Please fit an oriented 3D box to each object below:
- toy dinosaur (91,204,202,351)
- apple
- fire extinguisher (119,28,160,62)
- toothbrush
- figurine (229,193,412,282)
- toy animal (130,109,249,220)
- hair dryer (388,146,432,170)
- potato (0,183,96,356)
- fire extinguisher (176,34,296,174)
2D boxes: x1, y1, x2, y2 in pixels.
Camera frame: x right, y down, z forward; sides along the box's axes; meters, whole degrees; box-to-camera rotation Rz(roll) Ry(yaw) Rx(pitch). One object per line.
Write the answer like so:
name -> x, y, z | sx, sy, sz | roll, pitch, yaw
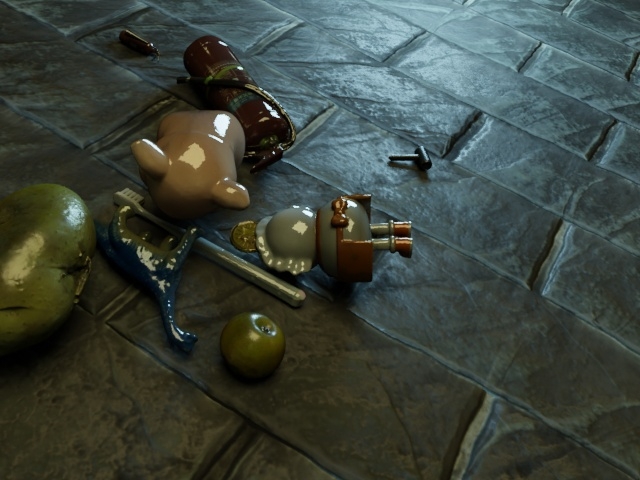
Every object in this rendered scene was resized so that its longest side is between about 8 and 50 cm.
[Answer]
toy dinosaur -> -0.264, 0.040, 0.960 | 0.248, 0.075, 0.188 | 22, 45, -6
apple -> -0.088, 0.137, 0.918 | 0.090, 0.074, 0.089 | 28, 29, -17
fire extinguisher -> -0.361, -0.399, 1.399 | 0.100, 0.046, 0.032 | 28, 56, 11
toothbrush -> -0.172, 0.009, 1.057 | 0.342, 0.025, 0.030 | 29, 41, 12
figurine -> 0.003, -0.006, 1.049 | 0.272, 0.143, 0.143 | 10, 43, -10
toy animal -> -0.186, -0.121, 1.056 | 0.167, 0.153, 0.250 | 7, 28, -7
hair dryer -> 0.173, -0.161, 1.357 | 0.083, 0.026, 0.047 | 0, 44, -14
potato -> -0.365, 0.031, 0.867 | 0.170, 0.143, 0.248 | -3, 46, 6
fire extinguisher -> -0.156, -0.245, 1.273 | 0.142, 0.105, 0.341 | -22, 54, -18
